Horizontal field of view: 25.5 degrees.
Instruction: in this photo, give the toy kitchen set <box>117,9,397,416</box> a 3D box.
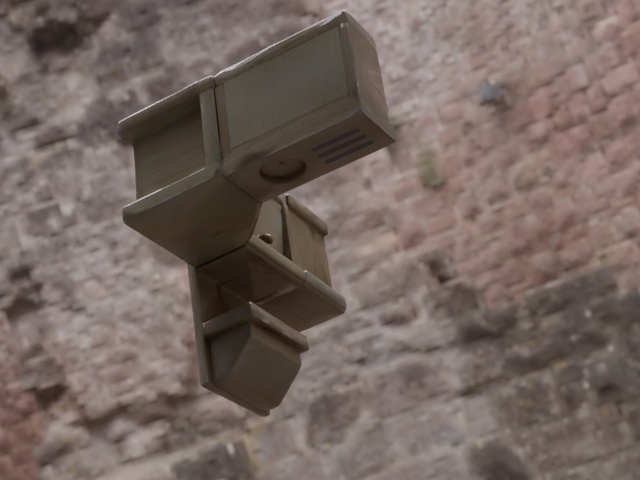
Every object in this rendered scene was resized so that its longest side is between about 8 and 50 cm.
[{"bbox_3d":[0.000,0.000,0.381,0.075,0.068,0.083,-24,-34,23],"label":"toy kitchen set"}]
